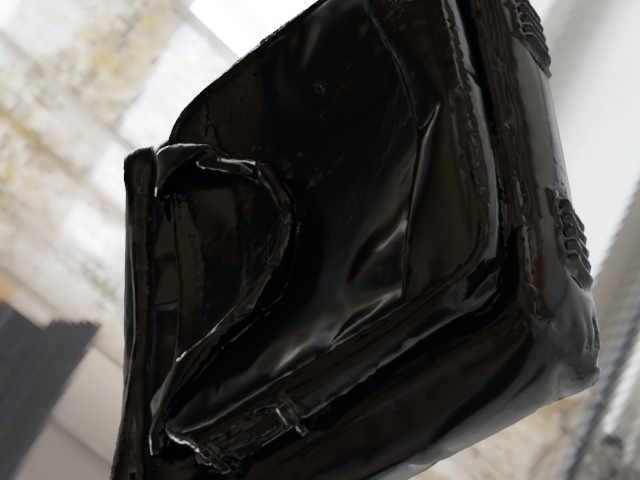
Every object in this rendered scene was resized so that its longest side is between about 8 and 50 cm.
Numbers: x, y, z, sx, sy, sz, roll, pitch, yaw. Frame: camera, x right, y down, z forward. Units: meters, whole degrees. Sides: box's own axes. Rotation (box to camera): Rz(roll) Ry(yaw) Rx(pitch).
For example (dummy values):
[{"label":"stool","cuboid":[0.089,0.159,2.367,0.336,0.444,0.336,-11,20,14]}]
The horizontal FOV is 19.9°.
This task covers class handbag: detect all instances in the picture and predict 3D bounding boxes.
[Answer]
[{"label":"handbag","cuboid":[0.000,0.000,0.826,0.244,0.088,0.275,-32,-139,25]}]
